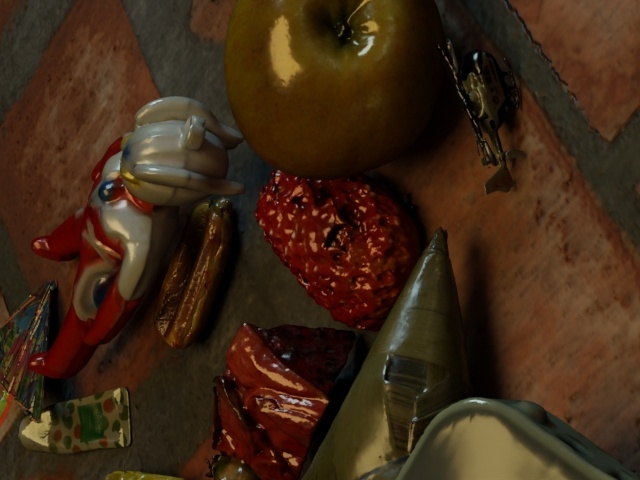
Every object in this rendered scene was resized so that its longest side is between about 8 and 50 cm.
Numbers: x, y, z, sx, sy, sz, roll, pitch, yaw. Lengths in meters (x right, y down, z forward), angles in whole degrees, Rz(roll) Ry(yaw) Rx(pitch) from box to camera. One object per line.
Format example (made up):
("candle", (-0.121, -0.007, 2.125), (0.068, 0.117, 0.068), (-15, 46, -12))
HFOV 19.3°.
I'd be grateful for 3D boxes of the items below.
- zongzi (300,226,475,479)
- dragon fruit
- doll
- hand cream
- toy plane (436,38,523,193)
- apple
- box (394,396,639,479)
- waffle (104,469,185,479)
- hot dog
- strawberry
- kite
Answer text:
("zongzi", (0.026, 0.165, 1.431), (0.260, 0.123, 0.289), (-31, 59, 46))
("dragon fruit", (-0.046, 0.144, 1.517), (0.122, 0.092, 0.192), (-65, -4, -48))
("doll", (-0.177, -0.010, 1.672), (0.384, 0.099, 0.188), (-43, 44, 51))
("hand cream", (-0.239, 0.180, 1.827), (0.165, 0.037, 0.057), (-15, 76, 43))
("toy plane", (0.122, -0.094, 1.386), (0.031, 0.049, 0.120), (-16, 92, 50))
("apple", (0.011, -0.141, 1.424), (0.155, 0.182, 0.182), (128, 136, -72))
("box", (0.147, 0.331, 1.177), (0.367, 0.090, 0.373), (35, 106, 26))
("waffle", (-0.154, 0.283, 1.694), (0.194, 0.051, 0.149), (2, 89, 46))
("hot dog", (-0.108, 0.029, 1.668), (0.062, 0.038, 0.144), (39, 115, 48))
("strawberry", (0.000, 0.000, 1.505), (0.188, 0.082, 0.121), (29, 112, 45))
("kite", (-0.305, 0.121, 1.903), (0.241, 0.014, 0.183), (18, 88, 61))
